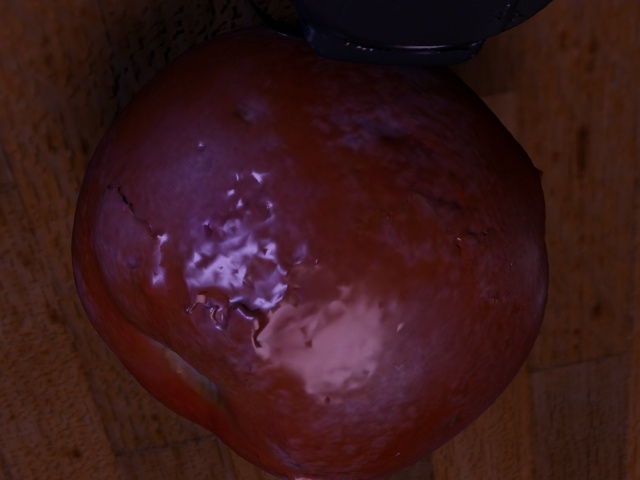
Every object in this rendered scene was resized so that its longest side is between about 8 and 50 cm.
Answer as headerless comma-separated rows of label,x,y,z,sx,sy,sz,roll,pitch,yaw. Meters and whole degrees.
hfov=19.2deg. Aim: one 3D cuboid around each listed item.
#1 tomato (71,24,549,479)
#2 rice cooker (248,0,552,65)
tomato,0.000,0.000,0.835,0.184,0.208,0.208,-46,148,-22
rice cooker,0.041,-0.156,0.716,0.142,0.118,0.203,2,139,-18
